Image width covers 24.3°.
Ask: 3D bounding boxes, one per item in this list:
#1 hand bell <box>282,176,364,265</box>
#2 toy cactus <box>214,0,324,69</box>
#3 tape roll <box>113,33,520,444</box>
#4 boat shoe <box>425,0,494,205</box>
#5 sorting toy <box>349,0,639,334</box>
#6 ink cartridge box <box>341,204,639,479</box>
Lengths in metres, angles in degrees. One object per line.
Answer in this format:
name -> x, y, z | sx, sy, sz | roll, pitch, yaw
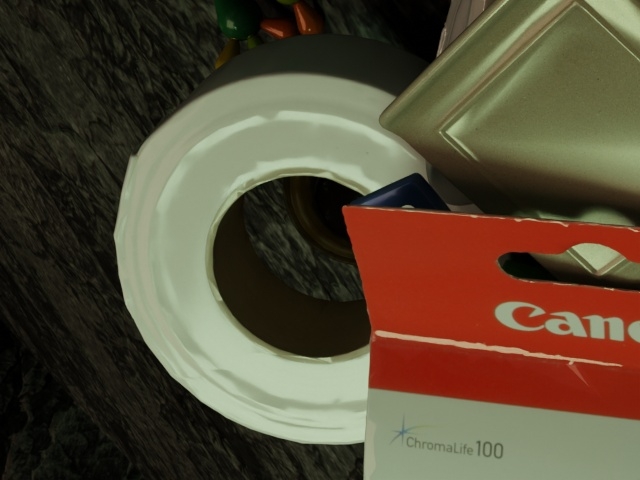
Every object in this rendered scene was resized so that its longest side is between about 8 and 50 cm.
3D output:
hand bell -> 0.031, -0.020, 1.251 | 0.126, 0.126, 0.242 | 52, 172, 8
toy cactus -> -0.088, -0.217, 1.193 | 0.219, 0.112, 0.180 | 56, 171, -29
tape roll -> 0.000, 0.000, 1.063 | 0.286, 0.286, 0.100 | 61, -158, -16
boat shoe -> 0.099, -0.111, 0.920 | 0.063, 0.066, 0.184 | -109, 20, -54
sorting toy -> 0.158, -0.063, 0.845 | 0.196, 0.047, 0.347 | 39, 137, -8
ink cartridge box -> 0.175, 0.148, 0.949 | 0.308, 0.091, 0.385 | 6, 139, 17
